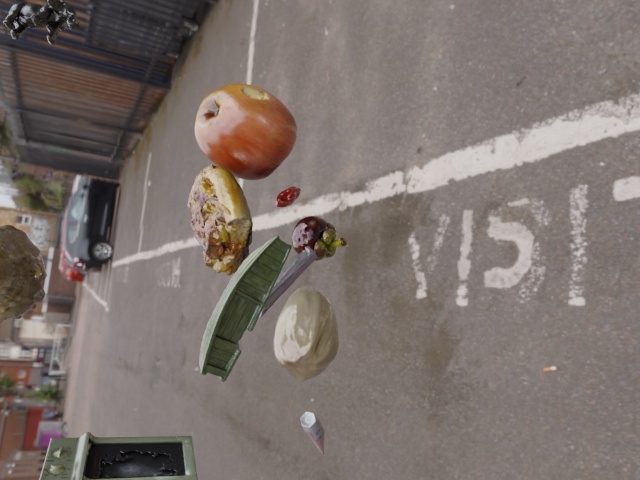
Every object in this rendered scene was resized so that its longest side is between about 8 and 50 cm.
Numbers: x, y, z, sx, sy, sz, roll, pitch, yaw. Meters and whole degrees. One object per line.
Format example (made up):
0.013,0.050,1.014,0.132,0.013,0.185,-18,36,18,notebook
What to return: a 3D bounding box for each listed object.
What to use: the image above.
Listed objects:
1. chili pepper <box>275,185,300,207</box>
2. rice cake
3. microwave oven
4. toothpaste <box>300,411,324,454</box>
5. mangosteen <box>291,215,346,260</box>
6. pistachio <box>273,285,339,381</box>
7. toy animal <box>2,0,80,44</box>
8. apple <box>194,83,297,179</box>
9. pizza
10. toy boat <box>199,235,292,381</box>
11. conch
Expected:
-0.116,-0.161,1.911,0.050,0.059,0.191,-51,-2,34,chili pepper
-0.108,0.120,1.522,0.055,0.049,0.270,19,57,46,rice cake
-0.510,0.649,1.321,0.218,0.355,0.286,-139,57,-66,microwave oven
-0.011,0.491,1.349,0.194,0.043,0.067,71,-163,-52,toothpaste
-0.004,0.003,1.740,0.146,0.181,0.156,97,-165,-68,mangosteen
-0.043,0.288,1.695,0.226,0.207,0.332,107,169,-54,pistachio
-0.885,-0.713,1.684,0.114,0.245,0.146,109,167,-47,toy animal
-0.200,-0.290,1.393,0.242,0.241,0.242,-31,47,40,apple
-0.254,-0.053,1.307,0.409,0.114,0.278,-146,51,-61,pizza
-0.149,0.123,1.017,0.055,0.093,0.293,17,76,46,toy boat
-0.845,0.083,1.435,0.324,0.186,0.263,-27,61,51,conch
